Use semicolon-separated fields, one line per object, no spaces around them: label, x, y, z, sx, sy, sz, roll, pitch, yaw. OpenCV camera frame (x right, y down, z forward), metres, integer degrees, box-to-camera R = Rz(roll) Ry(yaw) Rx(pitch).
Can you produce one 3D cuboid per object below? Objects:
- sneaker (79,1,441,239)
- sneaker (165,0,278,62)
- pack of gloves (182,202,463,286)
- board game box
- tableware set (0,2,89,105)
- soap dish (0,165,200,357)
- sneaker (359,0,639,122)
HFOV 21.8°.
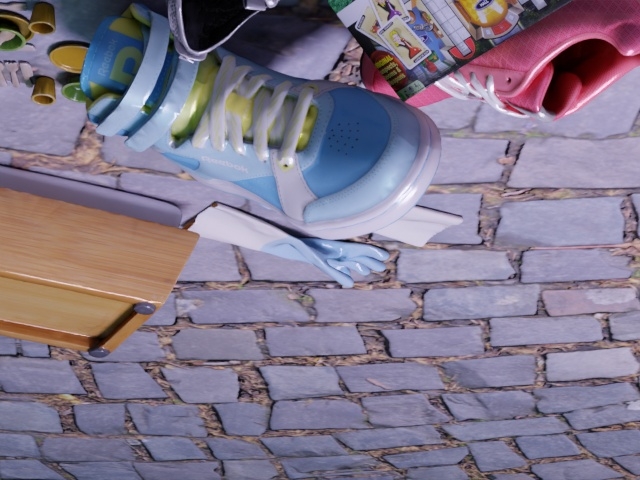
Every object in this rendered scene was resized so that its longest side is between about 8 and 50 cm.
sneaker;-0.070;-0.100;1.312;0.208;0.127;0.319;28;168;-41
sneaker;-0.029;-0.214;1.142;0.105;0.115;0.281;11;155;-21
pack of gloves;0.000;0.000;1.738;0.232;0.046;0.195;15;155;-28
board game box;0.102;-0.202;1.174;0.136;0.030;0.259;54;141;-6
tableware set;-0.237;-0.155;1.418;0.104;0.024;0.154;2;157;-1
soap dish;-0.300;0.024;1.726;0.290;0.118;0.229;13;155;-22
sneaker;0.139;-0.146;1.264;0.116;0.136;0.314;21;151;-36
